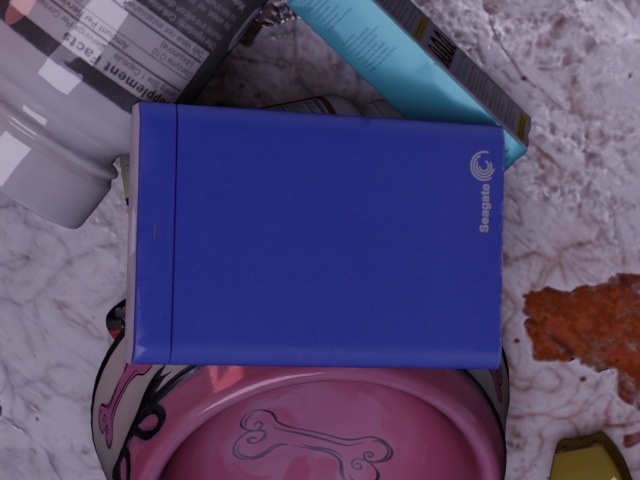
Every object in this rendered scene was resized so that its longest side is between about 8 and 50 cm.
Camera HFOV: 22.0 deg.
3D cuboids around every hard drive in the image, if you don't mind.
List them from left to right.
[{"bbox_3d":[0.000,0.000,1.371,0.319,0.040,0.210,2,87,-19],"label":"hard drive"}]

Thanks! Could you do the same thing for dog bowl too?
[{"bbox_3d":[-0.010,0.206,1.541,0.408,0.150,0.408,-4,124,-6],"label":"dog bowl"}]

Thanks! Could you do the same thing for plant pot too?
[{"bbox_3d":[0.263,0.237,1.616,0.081,0.081,0.083,-14,95,15],"label":"plant pot"}]

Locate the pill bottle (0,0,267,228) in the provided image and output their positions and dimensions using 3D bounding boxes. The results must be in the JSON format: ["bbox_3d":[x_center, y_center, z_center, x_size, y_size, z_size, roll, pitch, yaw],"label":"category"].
[{"bbox_3d":[-0.171,-0.203,1.408,0.204,0.204,0.361,37,95,-5],"label":"pill bottle"}]

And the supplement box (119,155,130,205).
[{"bbox_3d":[-0.153,-0.086,1.562,0.056,0.083,0.083,-2,111,10],"label":"supplement box"}]

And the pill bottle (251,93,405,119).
[{"bbox_3d":[-0.025,-0.065,1.494,0.216,0.121,0.121,-13,110,-17],"label":"pill bottle"}]

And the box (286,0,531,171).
[{"bbox_3d":[0.083,-0.159,1.485,0.244,0.100,0.060,43,111,-7],"label":"box"}]

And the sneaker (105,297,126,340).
[{"bbox_3d":[-0.066,0.086,1.605,0.276,0.097,0.135,-15,107,17],"label":"sneaker"}]
